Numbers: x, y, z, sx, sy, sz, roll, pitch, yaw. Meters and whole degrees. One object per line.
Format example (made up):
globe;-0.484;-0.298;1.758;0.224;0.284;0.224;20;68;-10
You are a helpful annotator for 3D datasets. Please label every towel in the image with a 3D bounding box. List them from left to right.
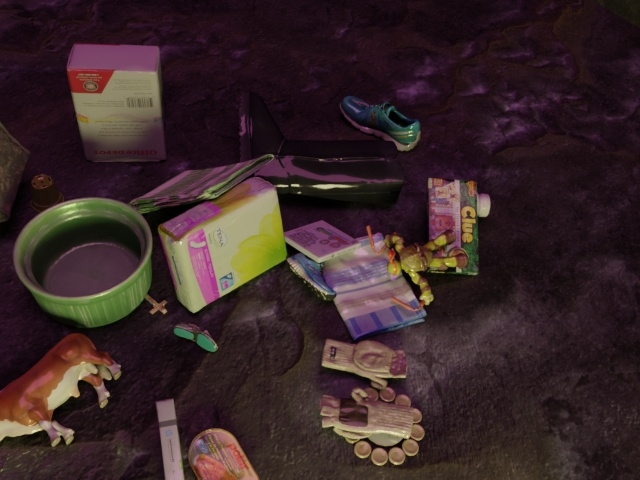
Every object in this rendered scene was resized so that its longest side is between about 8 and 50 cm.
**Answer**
towel;-0.309;-0.146;1.732;0.325;0.038;0.248;-7;22;39
towel;0.121;0.108;1.730;0.209;0.034;0.285;-13;54;-17

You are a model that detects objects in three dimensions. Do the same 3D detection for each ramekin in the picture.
ramekin;-0.539;0.056;1.597;0.304;0.148;0.303;3;49;-3

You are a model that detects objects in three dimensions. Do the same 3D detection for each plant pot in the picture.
plant pot;-0.715;-0.127;1.772;0.083;0.079;0.083;4;51;-5

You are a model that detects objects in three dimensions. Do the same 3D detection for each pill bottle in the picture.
pill bottle;0.389;-0.100;1.904;0.152;0.086;0.086;2;51;-6

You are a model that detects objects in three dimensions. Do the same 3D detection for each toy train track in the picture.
toy train track;-0.400;0.146;1.636;0.083;0.014;0.048;35;54;20

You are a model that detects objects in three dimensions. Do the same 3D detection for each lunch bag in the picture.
lunch bag;-0.902;-0.142;1.695;0.287;0.169;0.235;-15;49;13

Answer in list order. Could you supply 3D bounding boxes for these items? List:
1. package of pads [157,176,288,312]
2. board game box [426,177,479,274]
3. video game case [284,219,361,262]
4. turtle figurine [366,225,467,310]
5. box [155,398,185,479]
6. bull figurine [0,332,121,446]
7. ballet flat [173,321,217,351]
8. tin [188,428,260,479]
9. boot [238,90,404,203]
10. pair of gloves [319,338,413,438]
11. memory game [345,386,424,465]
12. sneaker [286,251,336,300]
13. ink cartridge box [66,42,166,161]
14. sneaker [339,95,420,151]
package of pads;-0.226;0.002;1.633;0.297;0.229;0.101;-31;43;-29
board game box;0.351;-0.039;1.823;0.136;0.030;0.259;4;74;-7
video game case;0.000;0.000;1.762;0.143;0.019;0.157;-19;36;-36
turtle figurine;0.245;0.036;1.723;0.217;0.087;0.269;-17;56;-18
box;-0.289;0.426;1.337;0.038;0.145;0.186;-7;52;-12
bull figurine;-0.565;0.324;1.413;0.188;0.101;0.310;30;55;11
ballet flat;-0.282;0.217;1.580;0.114;0.041;0.041;23;51;10
tin;-0.194;0.471;1.386;0.106;0.040;0.189;-25;58;-21
boot;-0.005;-0.269;1.942;0.446;0.146;0.366;-2;61;-5
pair of gloves;0.100;0.331;1.523;0.204;0.042;0.240;3;48;-1
memory game;0.138;0.405;1.502;0.186;0.012;0.186;4;50;-5
sneaker;-0.012;0.082;1.702;0.073;0.063;0.162;-39;65;-13
ink cartridge box;-0.538;-0.367;1.848;0.226;0.306;0.131;-1;50;-9
sneaker;0.187;-0.382;2.092;0.275;0.110;0.107;29;53;16
